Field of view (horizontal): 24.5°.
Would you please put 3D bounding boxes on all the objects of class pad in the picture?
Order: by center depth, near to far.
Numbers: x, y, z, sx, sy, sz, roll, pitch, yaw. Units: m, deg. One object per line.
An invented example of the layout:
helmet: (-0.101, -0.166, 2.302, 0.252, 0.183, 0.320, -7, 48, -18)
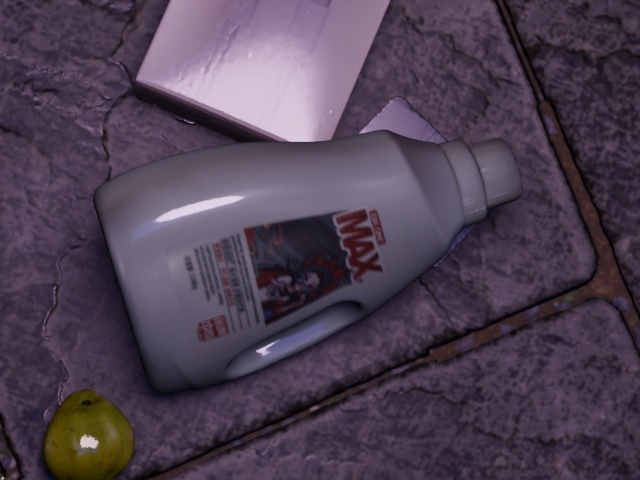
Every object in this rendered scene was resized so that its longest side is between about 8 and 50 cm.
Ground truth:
pad: (0.100, -0.062, 1.544, 0.157, 0.003, 0.112, 44, 83, -1)

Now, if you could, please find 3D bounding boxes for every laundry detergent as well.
laundry detergent: (0.000, 0.000, 1.428, 0.397, 0.125, 0.264, -17, 131, -9)

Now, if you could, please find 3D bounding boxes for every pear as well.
pear: (-0.231, 0.196, 1.450, 0.092, 0.092, 0.097, -15, 88, -7)

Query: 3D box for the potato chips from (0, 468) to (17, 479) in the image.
potato chips: (-0.336, 0.264, 1.464, 0.207, 0.028, 0.092, 24, 85, -2)

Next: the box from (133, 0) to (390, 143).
box: (-0.047, -0.222, 1.493, 0.203, 0.106, 0.252, 24, 83, -2)
